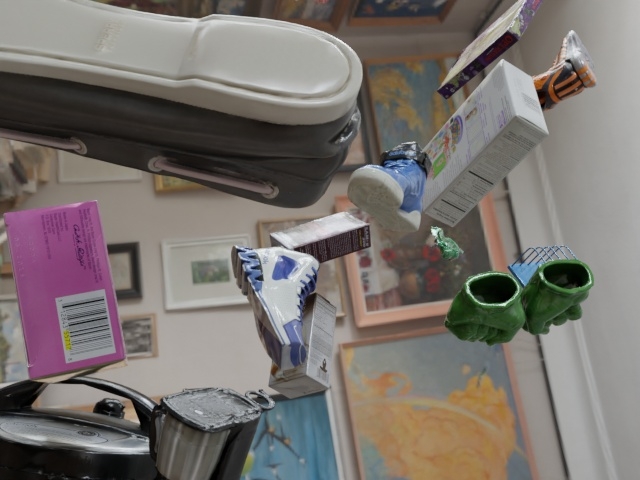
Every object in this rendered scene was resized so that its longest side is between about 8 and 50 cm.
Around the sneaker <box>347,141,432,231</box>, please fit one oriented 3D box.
[{"bbox_3d":[0.073,-0.068,0.669,0.152,0.058,0.084,33,65,-60],"label":"sneaker"}]

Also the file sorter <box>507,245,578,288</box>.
[{"bbox_3d":[0.641,0.083,1.848,0.104,0.170,0.118,-57,-130,37],"label":"file sorter"}]

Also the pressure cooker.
[{"bbox_3d":[-0.411,0.428,1.041,0.376,0.370,0.419,-3,-106,53],"label":"pressure cooker"}]

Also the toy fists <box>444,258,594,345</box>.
[{"bbox_3d":[0.364,0.122,1.203,0.142,0.280,0.096,101,-25,-53],"label":"toy fists"}]

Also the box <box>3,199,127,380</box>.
[{"bbox_3d":[-0.350,0.083,0.927,0.243,0.118,0.213,141,-62,-69],"label":"box"}]

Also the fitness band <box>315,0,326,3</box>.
[{"bbox_3d":[-0.093,-0.650,1.506,0.054,0.291,0.209,-52,-175,-2],"label":"fitness band"}]

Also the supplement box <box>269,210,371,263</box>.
[{"bbox_3d":[0.000,0.000,1.752,0.130,0.240,0.073,35,-43,56],"label":"supplement box"}]

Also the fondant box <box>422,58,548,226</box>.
[{"bbox_3d":[0.370,-0.226,1.547,0.330,0.096,0.238,-49,-156,39],"label":"fondant box"}]

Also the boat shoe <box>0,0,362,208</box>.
[{"bbox_3d":[-0.145,-0.086,0.371,0.095,0.336,0.112,103,-1,-45],"label":"boat shoe"}]

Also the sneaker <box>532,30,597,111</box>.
[{"bbox_3d":[0.647,-0.465,1.806,0.124,0.180,0.321,52,33,-14],"label":"sneaker"}]

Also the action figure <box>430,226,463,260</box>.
[{"bbox_3d":[0.401,0.024,2.094,0.063,0.137,0.232,-57,177,12],"label":"action figure"}]

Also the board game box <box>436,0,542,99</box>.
[{"bbox_3d":[0.482,-0.559,1.880,0.208,0.056,0.347,-61,-169,-24],"label":"board game box"}]

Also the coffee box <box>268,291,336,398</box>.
[{"bbox_3d":[-0.046,0.282,1.764,0.141,0.098,0.246,-23,-136,33],"label":"coffee box"}]

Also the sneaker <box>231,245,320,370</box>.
[{"bbox_3d":[-0.068,0.114,1.455,0.127,0.182,0.315,100,-30,-47],"label":"sneaker"}]

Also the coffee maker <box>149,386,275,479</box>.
[{"bbox_3d":[-0.145,0.294,0.851,0.120,0.171,0.178,28,-77,53],"label":"coffee maker"}]
